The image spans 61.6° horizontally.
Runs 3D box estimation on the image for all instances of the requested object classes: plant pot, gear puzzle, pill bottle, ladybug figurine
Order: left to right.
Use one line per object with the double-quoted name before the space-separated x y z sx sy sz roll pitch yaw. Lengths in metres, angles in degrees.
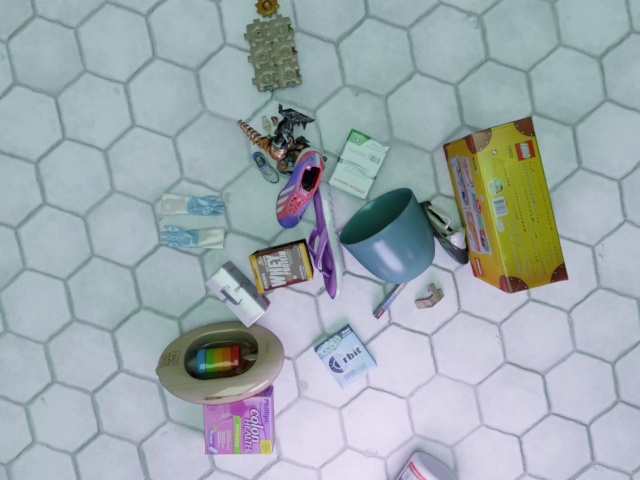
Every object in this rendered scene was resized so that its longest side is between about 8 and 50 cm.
"ladybug figurine" -0.343 0.438 1.870 0.449 0.305 0.162 -4 138 2
"gear puzzle" -0.174 -0.692 1.877 0.175 0.044 0.339 -10 92 3
"plant pot" 0.247 0.005 1.810 0.293 0.293 0.235 -36 108 3
"pill bottle" 0.326 0.965 1.914 0.210 0.210 0.363 32 95 -2

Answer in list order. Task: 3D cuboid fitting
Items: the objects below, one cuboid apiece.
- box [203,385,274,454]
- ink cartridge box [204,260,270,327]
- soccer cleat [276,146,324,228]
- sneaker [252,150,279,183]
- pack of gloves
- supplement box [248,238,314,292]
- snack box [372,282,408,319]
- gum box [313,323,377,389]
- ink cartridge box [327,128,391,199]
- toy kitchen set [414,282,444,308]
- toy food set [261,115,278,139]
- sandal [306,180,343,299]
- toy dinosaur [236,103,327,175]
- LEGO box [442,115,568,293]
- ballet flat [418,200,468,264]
"box" -0.291 0.648 1.941 0.243 0.117 0.213 0 94 0
"ink cartridge box" -0.287 0.184 1.884 0.092 0.158 0.218 -42 93 4
"soccer cleat" -0.072 -0.160 1.830 0.108 0.116 0.318 15 120 -18
"sneaker" -0.198 -0.256 1.899 0.052 0.058 0.135 -39 94 3
"pack of gloves" -0.457 -0.068 1.935 0.232 0.046 0.195 3 83 -3
"supplement box" -0.129 0.083 1.856 0.191 0.194 0.129 -14 94 2
"snack box" 0.253 0.205 1.926 0.022 0.064 0.178 39 94 -4
"gum box" 0.091 0.424 1.957 0.157 0.041 0.184 -36 94 3
"ink cartridge box" 0.131 -0.262 1.880 0.153 0.087 0.208 26 93 -2
"toy kitchen set" 0.387 0.196 1.942 0.083 0.075 0.068 -32 98 -37
"toy food set" -0.162 -0.387 1.907 0.078 0.019 0.122 -10 95 2
"sandal" -0.003 0.003 1.865 0.102 0.169 0.416 -6 82 -13
"toy dinosaur" -0.118 -0.338 1.832 0.322 0.164 0.218 15 106 -39
"LEGO box" 0.583 -0.111 1.745 0.193 0.372 0.500 -15 95 1
"ballet flat" 0.438 -0.031 1.881 0.280 0.095 0.096 43 131 -3
